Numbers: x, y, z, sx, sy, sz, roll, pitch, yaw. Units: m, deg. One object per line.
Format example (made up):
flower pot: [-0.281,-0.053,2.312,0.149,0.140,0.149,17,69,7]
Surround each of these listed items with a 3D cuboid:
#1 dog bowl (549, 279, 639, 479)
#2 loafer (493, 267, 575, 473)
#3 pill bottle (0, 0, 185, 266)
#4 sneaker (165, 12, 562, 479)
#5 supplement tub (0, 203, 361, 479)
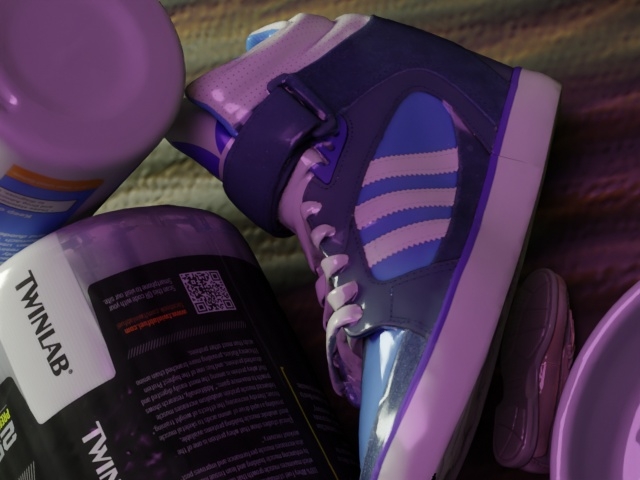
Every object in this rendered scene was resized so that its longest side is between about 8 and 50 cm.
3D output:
dog bowl: [0.267,0.130,1.073,0.265,0.104,0.265,-7,72,22]
loafer: [0.135,0.081,1.188,0.045,0.039,0.125,-11,63,55]
pill bottle: [-0.203,-0.059,1.202,0.272,0.152,0.152,-39,55,53]
sneaker: [0.000,-0.001,1.158,0.236,0.130,0.323,15,57,8]
supplement tub: [-0.074,0.164,1.152,0.207,0.207,0.338,-33,64,11]
